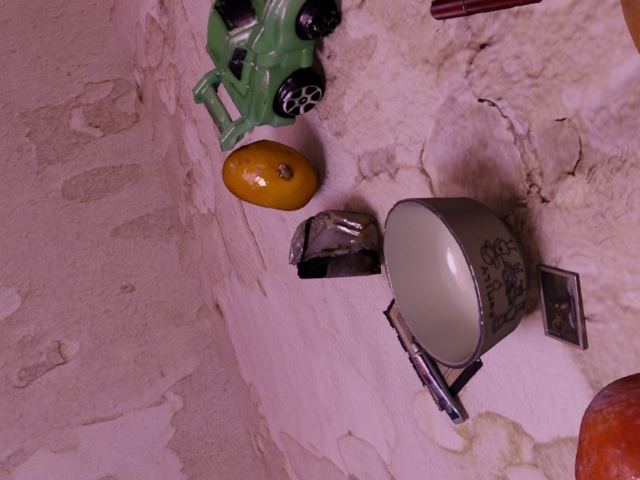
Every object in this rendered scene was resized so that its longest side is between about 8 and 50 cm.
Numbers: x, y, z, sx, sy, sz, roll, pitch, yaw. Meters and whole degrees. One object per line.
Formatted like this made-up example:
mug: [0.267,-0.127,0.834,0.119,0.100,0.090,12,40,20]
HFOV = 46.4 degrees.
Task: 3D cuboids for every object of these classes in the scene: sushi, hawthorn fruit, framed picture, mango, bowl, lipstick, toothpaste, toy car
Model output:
sushi: [0.016,-0.001,1.299,0.273,0.134,0.109,-154,62,-82]
hawthorn fruit: [0.304,0.195,0.622,0.173,0.173,0.172,51,151,45]
framed picture: [0.166,0.148,1.151,0.199,0.010,0.195,62,157,26]
mango: [-0.095,-0.112,1.386,0.317,0.177,0.119,143,136,-82]
bowl: [0.174,0.037,0.900,0.211,0.112,0.211,163,90,-71]
lipstick: [0.176,-0.254,0.792,0.176,0.027,0.027,22,126,62]
toothpaste: [0.176,0.217,1.139,0.139,0.021,0.037,60,157,13]
toy car: [-0.102,-0.329,1.226,0.213,0.177,0.358,61,156,26]
framed picture: [0.269,0.074,0.835,0.066,0.007,0.089,22,126,65]

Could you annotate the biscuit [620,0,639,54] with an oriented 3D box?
biscuit: [0.306,-0.216,0.443,0.351,0.057,0.311,-12,96,70]
